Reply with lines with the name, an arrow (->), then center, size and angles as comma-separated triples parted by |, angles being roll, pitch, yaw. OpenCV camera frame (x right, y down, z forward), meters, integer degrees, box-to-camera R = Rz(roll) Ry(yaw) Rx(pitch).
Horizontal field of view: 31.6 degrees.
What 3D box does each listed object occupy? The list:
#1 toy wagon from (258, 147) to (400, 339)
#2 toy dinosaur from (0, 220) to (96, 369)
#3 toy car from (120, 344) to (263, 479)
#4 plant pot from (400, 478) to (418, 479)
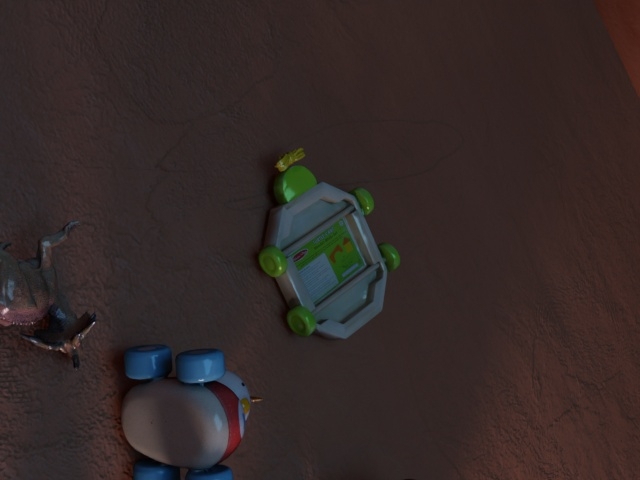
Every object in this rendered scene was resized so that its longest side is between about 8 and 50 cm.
toy wagon -> 0.000, 0.000, 2.031 | 0.267, 0.068, 0.344 | -34, 104, -39
toy dinosaur -> -0.421, 0.080, 1.582 | 0.295, 0.127, 0.200 | 7, 64, -55
toy car -> -0.166, 0.262, 1.768 | 0.238, 0.210, 0.219 | -11, 99, -54
plant pot -> 0.137, 0.571, 1.936 | 0.272, 0.272, 0.265 | -26, 91, -40
